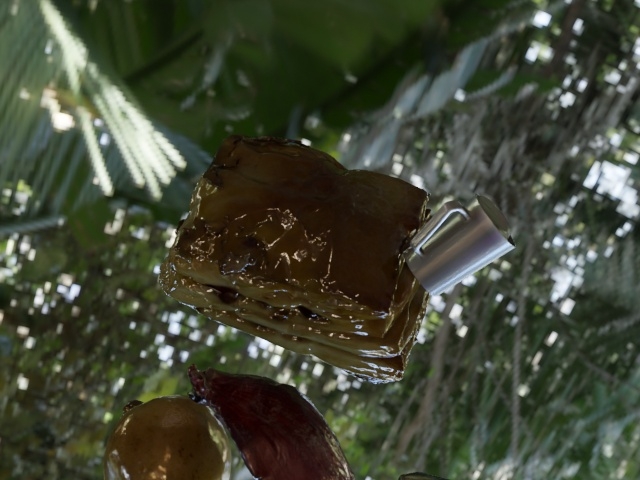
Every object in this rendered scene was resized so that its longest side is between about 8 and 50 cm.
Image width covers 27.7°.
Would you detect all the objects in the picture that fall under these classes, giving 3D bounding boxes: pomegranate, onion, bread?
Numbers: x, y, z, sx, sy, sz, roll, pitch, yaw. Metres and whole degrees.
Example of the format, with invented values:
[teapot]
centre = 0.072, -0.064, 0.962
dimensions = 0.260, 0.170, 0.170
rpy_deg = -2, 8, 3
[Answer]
[pomegranate]
centre = -0.206, 0.288, 1.711
dimensions = 0.196, 0.196, 0.196
rpy_deg = 15, -146, -10
[onion]
centre = -0.050, 0.244, 1.588
dimensions = 0.283, 0.120, 0.227
rpy_deg = 54, 177, -11
[bread]
centre = 0.000, 0.000, 1.562
dimensions = 0.325, 0.167, 0.277
rpy_deg = 26, -137, -5

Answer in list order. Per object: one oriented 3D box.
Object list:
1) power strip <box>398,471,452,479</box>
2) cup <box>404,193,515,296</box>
[power strip]
centre = 0.088, 0.258, 1.076
dimensions = 0.056, 0.123, 0.032
rpy_deg = 7, -177, 40
[cup]
centre = 0.151, 0.000, 1.464
dimensions = 0.104, 0.116, 0.074
rpy_deg = 40, -160, -46
